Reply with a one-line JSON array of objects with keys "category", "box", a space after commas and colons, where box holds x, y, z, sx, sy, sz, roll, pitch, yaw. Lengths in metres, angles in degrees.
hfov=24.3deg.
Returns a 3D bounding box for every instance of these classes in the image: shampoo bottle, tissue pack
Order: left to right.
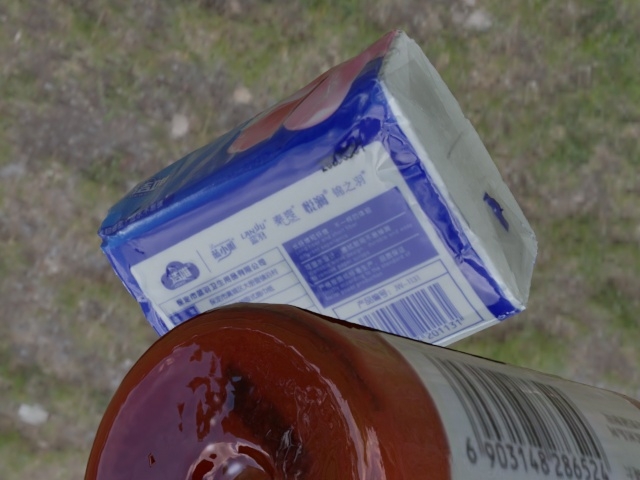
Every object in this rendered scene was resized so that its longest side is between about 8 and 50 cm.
[{"category": "tissue pack", "box": [0.000, 0.000, 1.104, 0.269, 0.137, 0.209, -28, 102, 27]}, {"category": "shampoo bottle", "box": [0.058, 0.091, 0.472, 0.104, 0.104, 0.278, -23, 156, 32]}]
